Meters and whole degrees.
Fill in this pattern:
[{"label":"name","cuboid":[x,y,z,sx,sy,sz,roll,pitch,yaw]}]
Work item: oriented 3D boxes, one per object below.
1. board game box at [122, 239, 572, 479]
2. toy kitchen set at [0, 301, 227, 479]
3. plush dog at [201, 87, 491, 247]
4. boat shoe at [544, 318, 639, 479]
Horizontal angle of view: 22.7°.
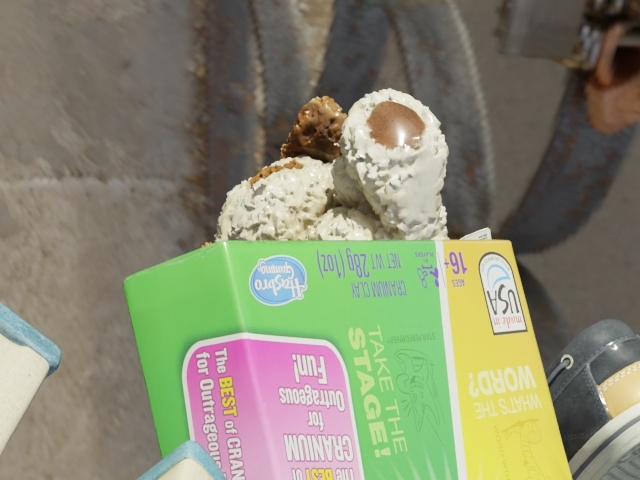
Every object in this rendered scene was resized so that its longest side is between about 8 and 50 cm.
[{"label":"board game box","cuboid":[0.043,0.158,0.750,0.242,0.064,0.316,-1,74,-53]},{"label":"toy kitchen set","cuboid":[-0.139,0.089,0.475,0.166,0.122,0.207,41,118,-20]},{"label":"plush dog","cuboid":[0.000,0.000,1.400,0.262,0.225,0.210,-51,132,-8]},{"label":"boat shoe","cuboid":[0.256,0.256,1.824,0.187,0.156,0.500,-15,153,-31]}]
